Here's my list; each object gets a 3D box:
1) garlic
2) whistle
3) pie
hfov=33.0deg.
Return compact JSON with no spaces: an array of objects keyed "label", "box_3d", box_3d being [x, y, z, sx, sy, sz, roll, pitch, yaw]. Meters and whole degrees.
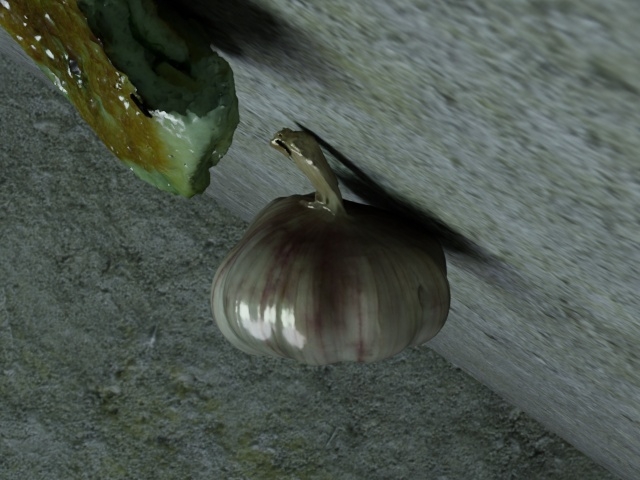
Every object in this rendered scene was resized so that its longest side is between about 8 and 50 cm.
[{"label":"garlic","box_3d":[0.000,0.000,1.075,0.245,0.245,0.253,28,136,54]},{"label":"whistle","box_3d":[-0.125,-0.163,0.925,0.104,0.057,0.198,47,179,-14]},{"label":"pie","box_3d":[-0.166,-0.157,0.771,0.302,0.067,0.302,44,162,19]}]
